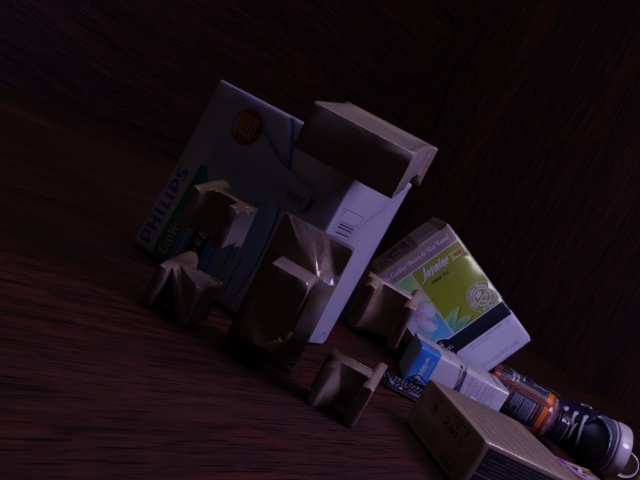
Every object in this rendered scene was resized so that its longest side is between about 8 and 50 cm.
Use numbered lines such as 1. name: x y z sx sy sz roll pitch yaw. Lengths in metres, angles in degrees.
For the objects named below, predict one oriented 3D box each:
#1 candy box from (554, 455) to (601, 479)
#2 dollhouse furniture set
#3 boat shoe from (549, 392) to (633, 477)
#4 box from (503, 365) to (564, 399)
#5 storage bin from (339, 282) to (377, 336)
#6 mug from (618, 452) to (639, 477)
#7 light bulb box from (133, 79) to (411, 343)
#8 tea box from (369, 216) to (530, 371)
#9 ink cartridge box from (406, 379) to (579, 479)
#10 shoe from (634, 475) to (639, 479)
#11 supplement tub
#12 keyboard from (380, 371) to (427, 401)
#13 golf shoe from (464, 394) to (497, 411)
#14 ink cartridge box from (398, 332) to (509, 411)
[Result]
1. candy box: 0.477 0.450 1.376 0.109 0.053 0.186 26 7 -30
2. dollhouse furniture set: 0.000 0.000 1.229 0.362 0.394 0.256 29 15 8
3. boat shoe: 0.580 0.432 1.824 0.158 0.127 0.340 23 -3 4
4. box: 0.625 0.440 2.310 0.184 0.045 0.191 30 4 -10
5. storage bin: 0.098 0.160 1.946 0.135 0.091 0.098 33 6 29
6. mug: 0.710 0.522 1.891 0.078 0.062 0.064 39 1 27
7. light bulb box: -0.091 -0.051 1.508 0.361 0.358 0.225 30 3 27
8. tea box: 0.291 0.138 1.914 0.324 0.220 0.329 53 4 -3
9. ink cartridge box: 0.262 0.325 1.235 0.193 0.088 0.234 29 4 -16
10. shoe: 0.679 0.547 1.549 0.219 0.058 0.077 42 -18 50
11. supplement tub: 0.452 0.364 1.779 0.197 0.106 0.106 30 5 14
12. keyboard: 0.198 0.288 1.539 0.192 0.038 0.100 29 5 -11
13. golf shoe: 0.289 0.333 1.452 0.176 0.069 0.086 21 18 -41
14. ink cartridge box: 0.272 0.286 1.671 0.203 0.086 0.148 30 5 0
